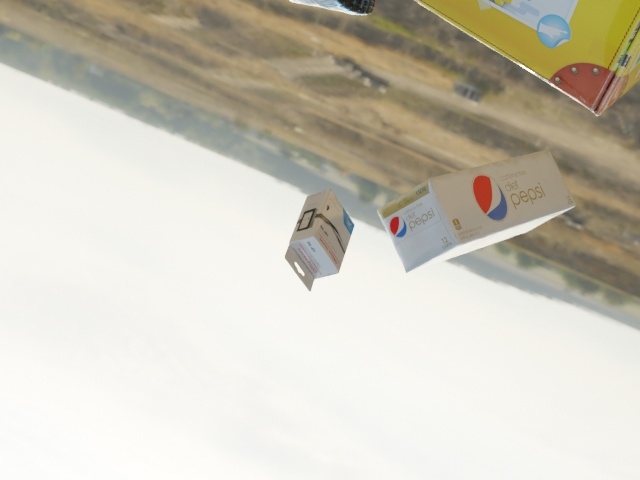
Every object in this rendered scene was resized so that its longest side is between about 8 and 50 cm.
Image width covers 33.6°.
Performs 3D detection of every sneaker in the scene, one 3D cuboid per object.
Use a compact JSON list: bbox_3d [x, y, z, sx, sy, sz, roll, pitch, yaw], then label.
[{"bbox_3d":[-0.005,-0.389,1.631,0.191,0.071,0.083,15,165,-28],"label":"sneaker"}]

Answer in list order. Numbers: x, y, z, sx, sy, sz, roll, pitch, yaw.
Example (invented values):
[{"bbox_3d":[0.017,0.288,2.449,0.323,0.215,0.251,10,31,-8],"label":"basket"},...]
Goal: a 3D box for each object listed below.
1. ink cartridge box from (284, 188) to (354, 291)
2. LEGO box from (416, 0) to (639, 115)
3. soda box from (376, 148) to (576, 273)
[{"bbox_3d":[0.000,0.000,0.953,0.028,0.083,0.048,-16,126,31],"label":"ink cartridge box"},{"bbox_3d":[0.285,-0.452,1.154,0.372,0.500,0.193,36,-133,17],"label":"LEGO box"},{"bbox_3d":[0.157,-0.032,1.037,0.216,0.069,0.074,-17,169,-47],"label":"soda box"}]
